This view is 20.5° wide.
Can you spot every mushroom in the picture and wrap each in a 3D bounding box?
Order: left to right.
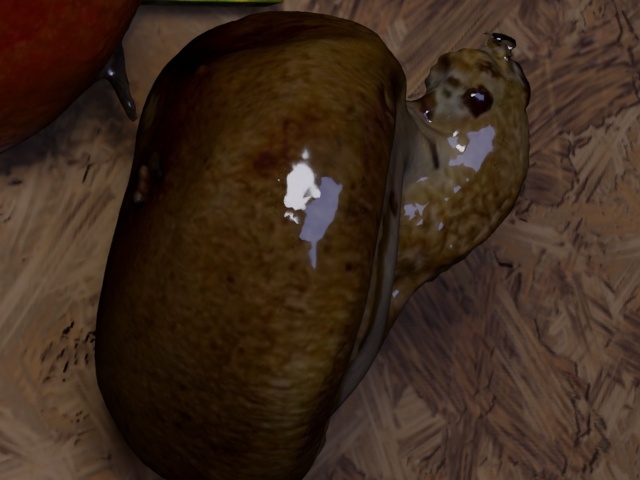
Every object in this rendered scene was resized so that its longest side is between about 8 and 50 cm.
[{"bbox_3d":[0.000,0.000,1.127,0.260,0.345,0.345,10,81,-1],"label":"mushroom"}]

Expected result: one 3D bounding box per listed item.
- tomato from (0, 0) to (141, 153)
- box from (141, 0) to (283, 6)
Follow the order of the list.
[{"bbox_3d":[-0.213,-0.194,1.064,0.309,0.170,0.309,3,86,-36],"label":"tomato"},{"bbox_3d":[-0.089,-0.261,1.238,0.121,0.030,0.193,-4,91,-35],"label":"box"}]
